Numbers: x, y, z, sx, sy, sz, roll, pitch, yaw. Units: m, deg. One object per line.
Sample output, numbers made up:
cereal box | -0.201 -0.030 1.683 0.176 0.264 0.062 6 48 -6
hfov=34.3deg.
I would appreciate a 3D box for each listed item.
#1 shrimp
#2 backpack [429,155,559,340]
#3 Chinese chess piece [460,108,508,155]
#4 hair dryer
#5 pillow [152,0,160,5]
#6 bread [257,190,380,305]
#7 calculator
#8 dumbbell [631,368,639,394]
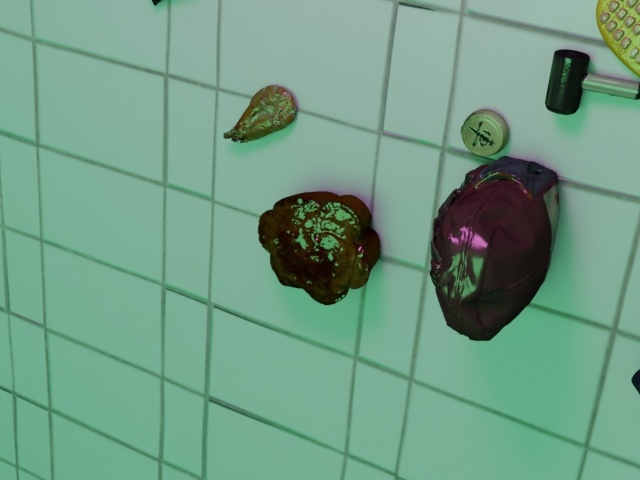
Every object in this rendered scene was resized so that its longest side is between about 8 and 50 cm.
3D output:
shrimp | -0.121 -0.242 2.053 0.184 0.043 0.091 -31 85 31
backpack | 0.276 0.028 1.746 0.197 0.317 0.283 11 117 27
Chinese chess piece | 0.288 -0.189 1.820 0.084 0.034 0.084 13 118 26
hair dryer | 0.467 -0.244 1.679 0.197 0.057 0.100 14 119 20
pillow | -0.296 -0.524 2.032 0.150 0.048 0.090 -11 96 39
bread | -0.004 0.011 2.026 0.246 0.135 0.232 1 111 31
calculator | 0.533 -0.319 1.612 0.235 0.032 0.146 44 127 10
dumbbell | 0.667 0.326 1.740 0.316 0.156 0.143 56 157 0
